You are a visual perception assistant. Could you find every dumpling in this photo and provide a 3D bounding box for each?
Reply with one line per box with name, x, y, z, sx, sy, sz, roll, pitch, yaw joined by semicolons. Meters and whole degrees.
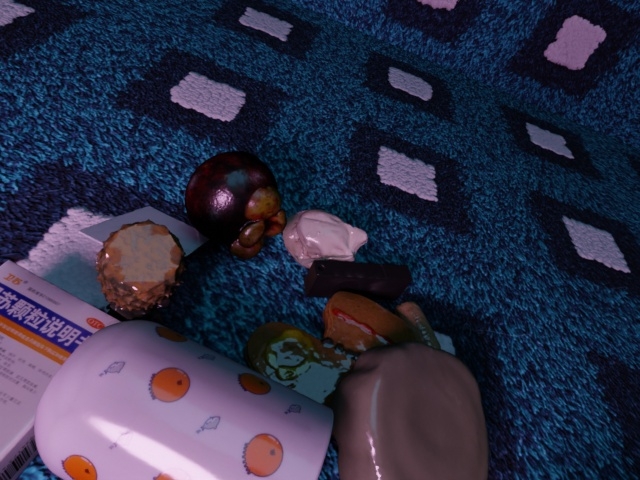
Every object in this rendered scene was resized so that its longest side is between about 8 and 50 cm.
dumpling;0.000;0.000;0.916;0.199;0.118;0.136;10;55;23

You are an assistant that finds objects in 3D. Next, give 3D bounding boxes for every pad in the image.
pad;-0.311;-0.011;0.779;0.157;0.004;0.232;27;16;0

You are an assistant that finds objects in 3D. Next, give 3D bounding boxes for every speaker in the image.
speaker;0.080;0.085;0.888;0.218;0.082;0.044;5;48;-22

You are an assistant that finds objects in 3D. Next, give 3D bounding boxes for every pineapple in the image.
pineapple;-0.277;0.067;0.627;0.125;0.251;0.125;13;58;-21

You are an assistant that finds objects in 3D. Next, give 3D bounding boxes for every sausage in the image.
sausage;0.222;0.252;0.816;0.066;0.065;0.301;0;52;-24

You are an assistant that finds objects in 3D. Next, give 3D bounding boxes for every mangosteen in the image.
mangosteen;-0.169;-0.078;0.845;0.210;0.209;0.209;13;46;-14

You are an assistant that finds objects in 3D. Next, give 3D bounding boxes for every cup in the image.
cup;-0.169;0.244;0.537;0.318;0.212;0.212;27;44;3

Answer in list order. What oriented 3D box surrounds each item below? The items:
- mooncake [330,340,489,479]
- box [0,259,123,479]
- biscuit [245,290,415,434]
mooncake;0.135;0.290;0.644;0.275;0.135;0.274;14;63;-29
box;-0.437;0.192;0.538;0.200;0.106;0.299;28;43;2
biscuit;0.027;0.194;0.763;0.262;0.052;0.277;37;52;9
